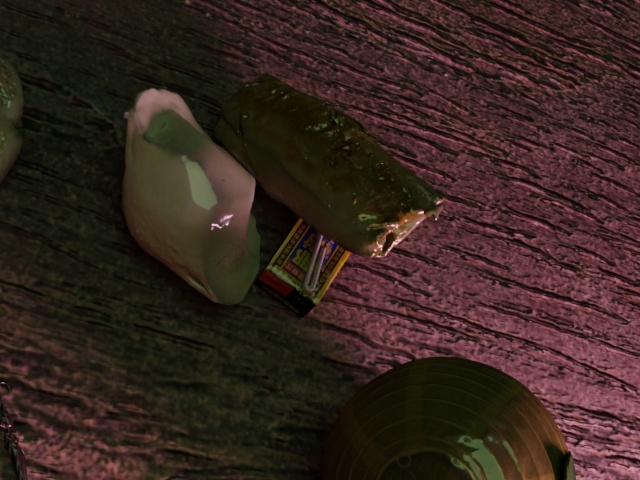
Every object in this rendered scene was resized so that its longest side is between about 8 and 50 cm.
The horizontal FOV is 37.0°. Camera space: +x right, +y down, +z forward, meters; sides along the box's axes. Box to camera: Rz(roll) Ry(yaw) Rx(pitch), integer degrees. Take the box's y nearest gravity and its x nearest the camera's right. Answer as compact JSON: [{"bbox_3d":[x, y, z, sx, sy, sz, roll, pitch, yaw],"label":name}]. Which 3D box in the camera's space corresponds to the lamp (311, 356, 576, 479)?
[{"bbox_3d":[0.124,0.236,0.938,0.250,0.284,0.250,-1,86,15],"label":"lamp"}]

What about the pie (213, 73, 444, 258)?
[{"bbox_3d":[0.004,-0.080,1.045,0.128,0.068,0.282,-39,59,-21],"label":"pie"}]

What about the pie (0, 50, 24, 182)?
[{"bbox_3d":[-0.411,-0.135,0.943,0.240,0.054,0.241,11,61,-21],"label":"pie"}]

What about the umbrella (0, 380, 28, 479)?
[{"bbox_3d":[-0.285,0.188,0.879,0.022,0.013,0.122,2,64,-48],"label":"umbrella"}]

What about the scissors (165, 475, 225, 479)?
[{"bbox_3d":[-0.117,0.310,0.895,0.085,0.022,0.176,12,60,-22],"label":"scissors"}]

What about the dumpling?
[{"bbox_3d":[-0.125,-0.045,1.009,0.216,0.126,0.166,44,30,9],"label":"dumpling"}]

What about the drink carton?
[{"bbox_3d":[0.000,0.000,1.072,0.071,0.056,0.166,34,57,-2],"label":"drink carton"}]
